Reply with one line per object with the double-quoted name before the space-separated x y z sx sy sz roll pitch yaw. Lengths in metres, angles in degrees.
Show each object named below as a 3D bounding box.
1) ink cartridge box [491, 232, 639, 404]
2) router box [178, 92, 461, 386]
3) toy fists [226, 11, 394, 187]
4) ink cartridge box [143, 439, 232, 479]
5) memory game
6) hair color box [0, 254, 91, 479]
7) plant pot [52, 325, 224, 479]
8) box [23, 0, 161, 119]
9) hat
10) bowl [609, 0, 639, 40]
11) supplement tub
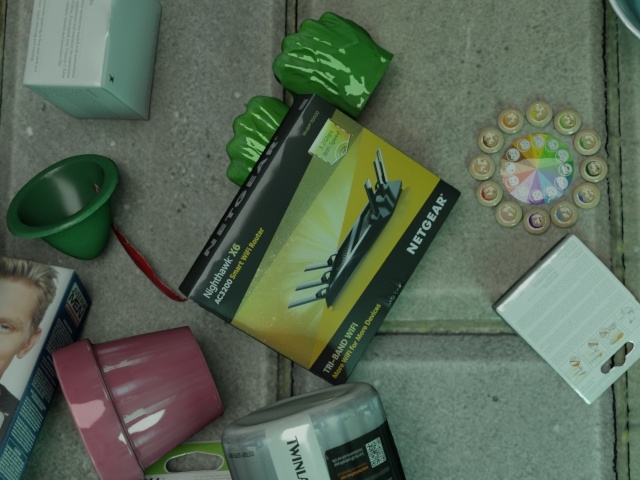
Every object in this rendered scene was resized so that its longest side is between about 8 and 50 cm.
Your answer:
"ink cartridge box" 0.338 0.101 1.600 0.145 0.045 0.179 -44 94 0
"router box" 0.000 0.000 1.594 0.243 0.081 0.308 32 87 -16
"toy fists" -0.024 -0.181 1.675 0.142 0.096 0.279 31 88 -2
"ink cartridge box" -0.166 0.395 1.614 0.189 0.097 0.255 -5 46 10
"memory game" 0.292 -0.099 1.645 0.186 0.012 0.186 -2 81 10
"hair color box" -0.453 0.192 1.628 0.174 0.105 0.347 10 61 11
"plant pot" -0.234 0.205 1.610 0.180 0.201 0.201 -23 77 -10
"box" -0.313 -0.275 1.699 0.119 0.182 0.180 4 81 13
"hat" -0.324 0.005 1.736 0.173 0.183 0.208 -28 35 -2
"bowl" 0.511 -0.346 1.569 0.312 0.163 0.311 -2 81 10
"supplement tub" 0.019 0.361 1.502 0.207 0.207 0.337 -18 90 7
